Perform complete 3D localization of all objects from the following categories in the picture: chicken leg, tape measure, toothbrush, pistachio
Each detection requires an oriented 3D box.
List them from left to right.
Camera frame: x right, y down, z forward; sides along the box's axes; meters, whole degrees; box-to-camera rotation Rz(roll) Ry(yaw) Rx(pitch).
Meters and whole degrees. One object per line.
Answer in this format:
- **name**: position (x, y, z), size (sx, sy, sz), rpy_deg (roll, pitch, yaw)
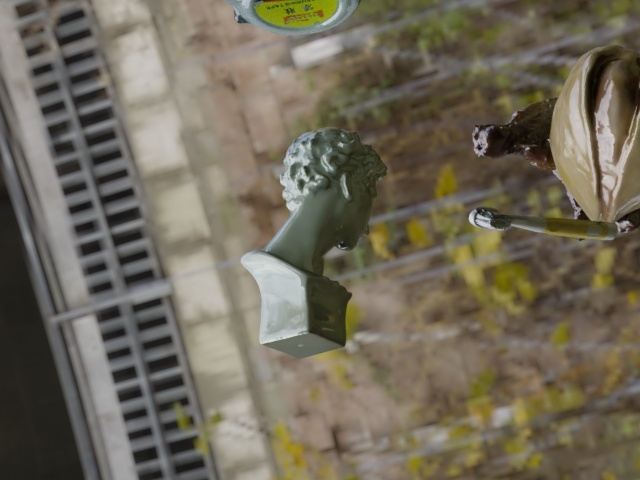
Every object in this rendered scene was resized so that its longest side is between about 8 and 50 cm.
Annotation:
- **tape measure**: position (0.050, -0.297, 1.838), size (0.164, 0.330, 0.084), rpy_deg (49, -145, -66)
- **toothbrush**: position (0.230, -0.014, 1.709), size (0.288, 0.024, 0.021), rpy_deg (4, -77, -54)
- **chicken leg**: position (0.334, -0.102, 2.338), size (0.322, 0.083, 0.177), rpy_deg (40, -125, -24)
- **pistachio**: position (0.355, -0.126, 2.068), size (0.293, 0.162, 0.181), rpy_deg (90, -164, -64)

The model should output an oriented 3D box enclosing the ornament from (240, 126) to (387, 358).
- **ornament**: position (-0.012, -0.002, 1.991), size (0.130, 0.120, 0.285), rpy_deg (47, -127, -43)
